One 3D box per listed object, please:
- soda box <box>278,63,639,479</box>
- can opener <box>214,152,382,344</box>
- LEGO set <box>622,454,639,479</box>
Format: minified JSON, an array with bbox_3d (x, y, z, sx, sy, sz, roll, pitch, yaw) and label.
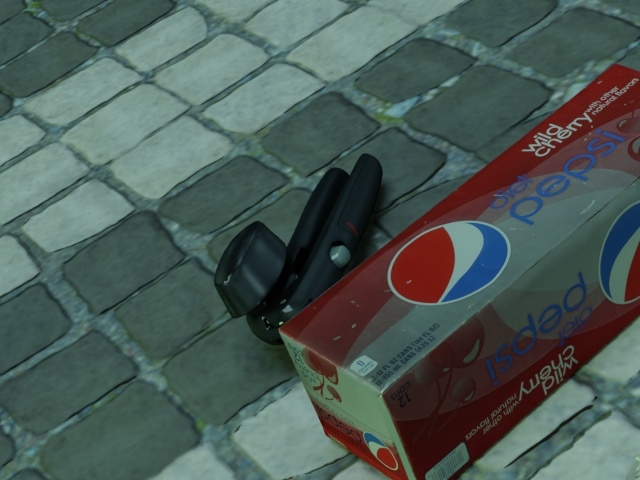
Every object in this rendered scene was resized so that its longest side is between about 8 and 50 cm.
[{"bbox_3d":[0.111,0.015,0.842,0.263,0.083,0.092,-37,37,-20],"label":"soda box"},{"bbox_3d":[0.000,0.000,0.954,0.059,0.073,0.186,-10,26,32],"label":"can opener"},{"bbox_3d":[0.203,0.113,0.607,0.087,0.093,0.227,-52,4,-32],"label":"LEGO set"}]
